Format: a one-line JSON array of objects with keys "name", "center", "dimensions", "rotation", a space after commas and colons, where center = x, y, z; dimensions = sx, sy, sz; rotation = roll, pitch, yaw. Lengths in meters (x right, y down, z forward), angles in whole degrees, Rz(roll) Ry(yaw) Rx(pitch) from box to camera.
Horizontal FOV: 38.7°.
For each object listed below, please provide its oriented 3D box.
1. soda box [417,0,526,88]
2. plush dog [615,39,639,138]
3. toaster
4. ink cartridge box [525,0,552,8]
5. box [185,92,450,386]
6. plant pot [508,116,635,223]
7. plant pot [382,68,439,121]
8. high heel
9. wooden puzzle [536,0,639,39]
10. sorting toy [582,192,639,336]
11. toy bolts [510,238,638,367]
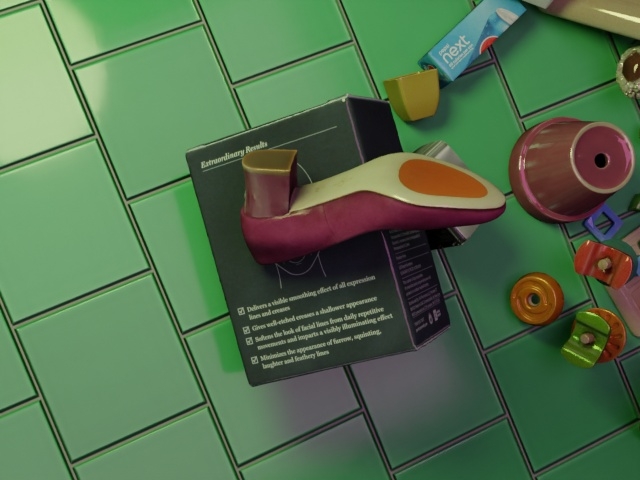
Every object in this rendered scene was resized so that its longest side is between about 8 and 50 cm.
[{"name": "soda box", "center": [0.283, -0.382, 1.705], "dimensions": [0.210, 0.067, 0.071], "rotation": [-44, 96, -12]}, {"name": "plush dog", "center": [0.717, -0.293, 1.763], "dimensions": [0.262, 0.210, 0.225], "rotation": [-12, 104, 19]}, {"name": "toaster", "center": [0.193, -0.079, 1.611], "dimensions": [0.110, 0.168, 0.186], "rotation": [-44, 97, -16]}, {"name": "ink cartridge box", "center": [0.389, -0.546, 1.679], "dimensions": [0.128, 0.127, 0.176], "rotation": [16, 51, -12]}, {"name": "box", "center": [0.000, 0.000, 1.472], "dimensions": [0.293, 0.212, 0.395], "rotation": [-15, 90, 23]}, {"name": "plant pot", "center": [0.473, -0.138, 1.673], "dimensions": [0.201, 0.180, 0.201], "rotation": [1, 85, -14]}, {"name": "plant pot", "center": [0.172, -0.263, 1.665], "dimensions": [0.081, 0.081, 0.083], "rotation": [-17, 100, -14]}, {"name": "high heel", "center": [0.069, -0.027, 1.296], "dimensions": [0.377, 0.181, 0.127], "rotation": [10, 38, 16]}, {"name": "wooden puzzle", "center": [0.625, -0.532, 1.725], "dimensions": [0.322, 0.080, 0.348], "rotation": [26, 79, 30]}, {"name": "sorting toy", "center": [0.651, 0.066, 1.768], "dimensions": [0.196, 0.047, 0.348], "rotation": [-32, 94, -14]}, {"name": "toy bolts", "center": [0.493, 0.093, 1.695], "dimensions": [0.218, 0.158, 0.228], "rotation": [32, 108, 28]}]
